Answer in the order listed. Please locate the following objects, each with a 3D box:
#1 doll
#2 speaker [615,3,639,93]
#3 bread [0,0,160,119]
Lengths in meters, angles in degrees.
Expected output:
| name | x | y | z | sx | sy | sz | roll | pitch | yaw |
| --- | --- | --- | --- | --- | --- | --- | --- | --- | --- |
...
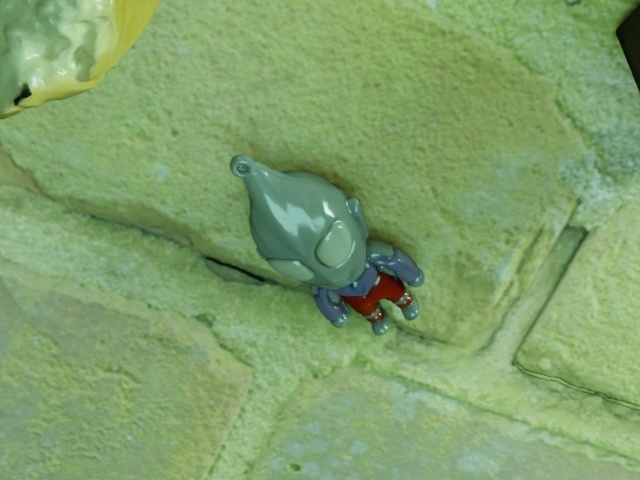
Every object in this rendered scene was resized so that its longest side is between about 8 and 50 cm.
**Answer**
| name | x | y | z | sx | sy | sz | roll | pitch | yaw |
| --- | --- | --- | --- | --- | --- | --- | --- | --- | --- |
| doll | 0.000 | 0.000 | 1.434 | 0.102 | 0.075 | 0.227 | -27 | 130 | 21 |
| speaker | 0.360 | -0.165 | 1.306 | 0.153 | 0.192 | 0.231 | 31 | 116 | -21 |
| bread | -0.226 | -0.200 | 1.210 | 0.183 | 0.211 | 0.224 | -20 | 138 | 19 |
